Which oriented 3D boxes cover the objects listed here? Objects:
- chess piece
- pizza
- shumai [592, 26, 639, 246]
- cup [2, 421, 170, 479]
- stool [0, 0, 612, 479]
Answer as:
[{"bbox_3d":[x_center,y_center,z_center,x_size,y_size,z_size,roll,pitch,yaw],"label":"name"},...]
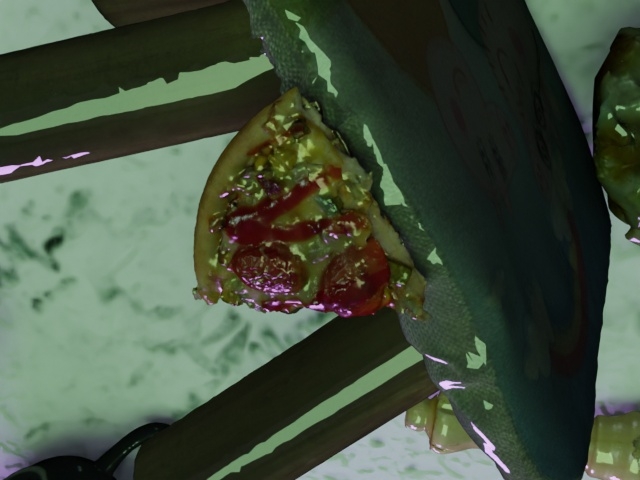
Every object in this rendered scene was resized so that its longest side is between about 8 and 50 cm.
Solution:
[{"bbox_3d":[0.142,0.131,0.885,0.172,0.060,0.060,10,119,6],"label":"chess piece"},{"bbox_3d":[-0.011,-0.010,0.498,0.100,0.029,0.099,3,122,18],"label":"pizza"},{"bbox_3d":[0.274,-0.077,0.676,0.222,0.225,0.260,41,95,4],"label":"shumai"},{"bbox_3d":[-0.155,0.239,0.938,0.223,0.169,0.176,-46,110,-6],"label":"cup"},{"bbox_3d":[-0.004,-0.037,0.681,0.226,0.310,0.310,-20,112,25],"label":"stool"}]
